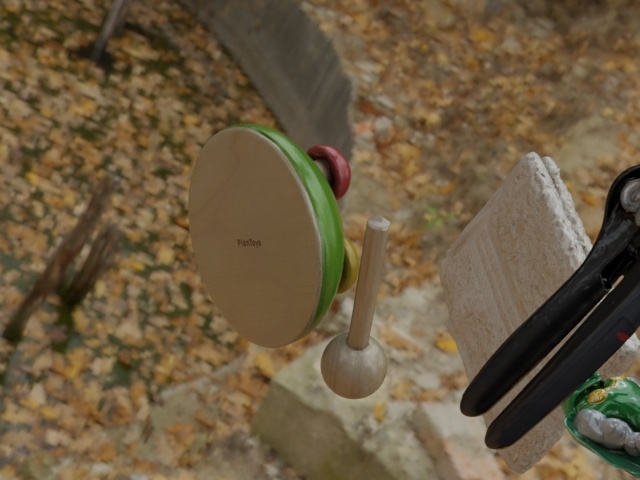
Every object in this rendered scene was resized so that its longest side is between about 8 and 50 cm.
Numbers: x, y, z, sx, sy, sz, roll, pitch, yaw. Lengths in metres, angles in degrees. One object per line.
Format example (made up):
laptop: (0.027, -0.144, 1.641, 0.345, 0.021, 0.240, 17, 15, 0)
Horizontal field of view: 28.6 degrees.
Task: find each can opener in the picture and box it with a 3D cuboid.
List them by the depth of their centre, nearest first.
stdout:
can opener: (0.142, 0.033, 0.634, 0.073, 0.186, 0.059, 35, 8, -37)

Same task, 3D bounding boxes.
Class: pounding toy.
pounding toy: (0.000, 0.000, 1.026, 0.110, 0.183, 0.237, -15, 37, -36)

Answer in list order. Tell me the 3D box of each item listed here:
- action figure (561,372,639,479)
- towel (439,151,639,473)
action figure: (0.241, 0.132, 0.791, 0.232, 0.063, 0.137, 24, 28, 29)
towel: (0.202, 0.061, 1.228, 0.049, 0.187, 0.282, 15, 37, -27)
